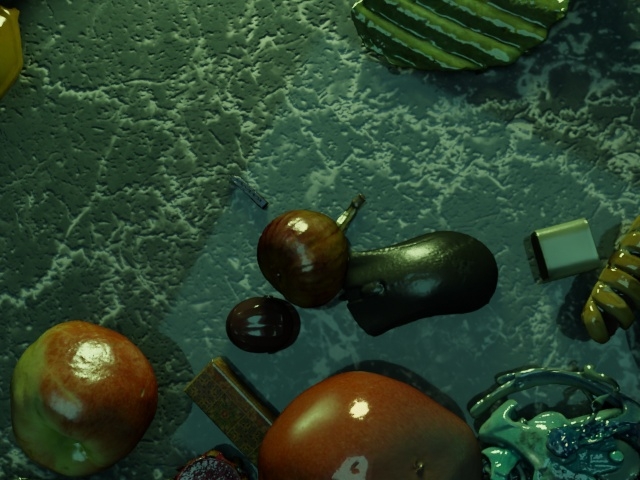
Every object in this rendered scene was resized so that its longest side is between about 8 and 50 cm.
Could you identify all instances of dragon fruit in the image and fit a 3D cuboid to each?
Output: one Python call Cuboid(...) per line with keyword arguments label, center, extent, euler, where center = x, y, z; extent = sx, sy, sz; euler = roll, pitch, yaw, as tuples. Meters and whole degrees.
Cuboid(label="dragon fruit", center=(-0.180, 0.398, 1.359), extent=(0.126, 0.068, 0.112), euler=(-27, 93, -9))

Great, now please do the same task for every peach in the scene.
Cuboid(label="peach", center=(-0.378, 0.237, 1.326), extent=(0.232, 0.257, 0.233), euler=(-1, 124, -1))

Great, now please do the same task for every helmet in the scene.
Cuboid(label="helmet", center=(-0.098, 0.139, 1.369), extent=(0.123, 0.070, 0.098), euler=(-6, 84, 7))

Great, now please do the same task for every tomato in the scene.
Cuboid(label="tomato", center=(0.076, 0.359, 1.190), extent=(0.272, 0.341, 0.342), euler=(-28, 80, 44))

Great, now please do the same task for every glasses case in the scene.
Cuboid(label="glasses case", center=(-0.120, 0.295, 1.367), extent=(0.218, 0.049, 0.075), euler=(44, 97, 9))

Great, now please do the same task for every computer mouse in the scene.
Cuboid(label="computer mouse", center=(0.154, 0.063, 1.343), extent=(0.264, 0.088, 0.147), euler=(-17, 80, 7))

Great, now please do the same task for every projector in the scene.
Cuboid(label="projector", center=(0.385, 0.016, 1.317), extent=(0.082, 0.083, 0.083), euler=(-15, 83, 5))

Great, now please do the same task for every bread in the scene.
Cuboid(label="bread", center=(0.473, 0.059, 1.276), extent=(0.081, 0.134, 0.225), euler=(30, 88, 17))

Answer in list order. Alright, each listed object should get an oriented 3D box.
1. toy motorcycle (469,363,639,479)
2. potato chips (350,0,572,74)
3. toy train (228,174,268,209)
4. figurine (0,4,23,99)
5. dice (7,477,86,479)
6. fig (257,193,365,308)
Cuboid(label="toy motorcycle", center=(0.358, 0.297, 1.273), extent=(0.260, 0.154, 0.206), euler=(-8, 61, 9))
Cuboid(label="potato chips", center=(0.249, -0.466, 1.374), extent=(0.388, 0.097, 0.374), euler=(2, 86, 8))
Cuboid(label="toy train", center=(-0.123, -0.086, 1.419), extent=(0.083, 0.017, 0.017), euler=(43, 88, 8))
Cuboid(label="figurine", center=(-0.611, -0.452, 1.402), extent=(0.387, 0.268, 0.401), euler=(-43, 115, -15))
Cuboid(label="dice", center=(-0.448, 0.520, 1.273), extent=(0.264, 0.268, 0.263), euler=(1, 85, 6))
Cuboid(label="fig", center=(-0.023, 0.016, 1.348), extent=(0.149, 0.202, 0.148), euler=(13, 120, 6))
